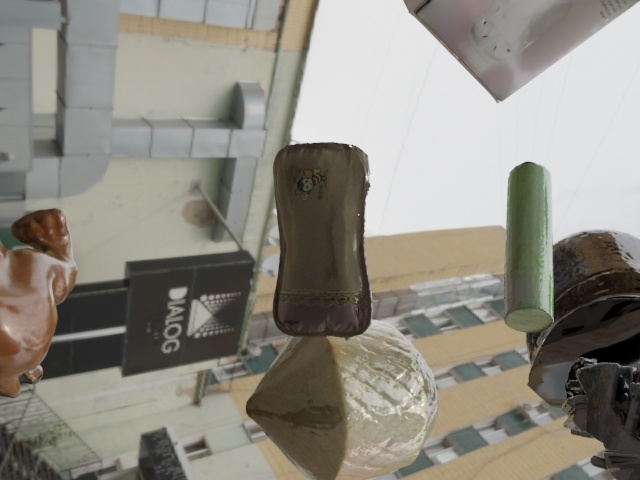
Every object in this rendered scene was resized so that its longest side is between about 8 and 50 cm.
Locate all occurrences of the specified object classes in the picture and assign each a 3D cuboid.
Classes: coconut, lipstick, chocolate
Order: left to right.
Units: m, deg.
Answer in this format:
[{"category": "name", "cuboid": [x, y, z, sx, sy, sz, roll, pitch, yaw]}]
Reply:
[{"category": "coconut", "cuboid": [0.027, 0.272, 1.048, 0.328, 0.328, 0.329, 11, -76, 56]}, {"category": "lipstick", "cuboid": [0.334, 0.000, 0.962, 0.076, 0.076, 0.304, -47, -158, 49]}, {"category": "chocolate", "cuboid": [0.600, 0.137, 1.271, 0.332, 0.383, 0.384, -88, -159, -44]}]

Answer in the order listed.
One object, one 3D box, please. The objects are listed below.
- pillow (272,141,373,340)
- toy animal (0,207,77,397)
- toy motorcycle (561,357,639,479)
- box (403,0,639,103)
[{"category": "pillow", "cuboid": [0.000, 0.000, 0.706, 0.130, 0.038, 0.233, -1, -90, 27]}, {"category": "toy animal", "cuboid": [-0.214, -0.009, 0.308, 0.158, 0.097, 0.313, -119, -175, -61]}, {"category": "toy motorcycle", "cuboid": [0.294, 0.174, 0.590, 0.215, 0.079, 0.123, 89, 11, -78]}, {"category": "box", "cuboid": [0.144, -0.182, 0.430, 0.129, 0.130, 0.051, -35, -132, 28]}]
